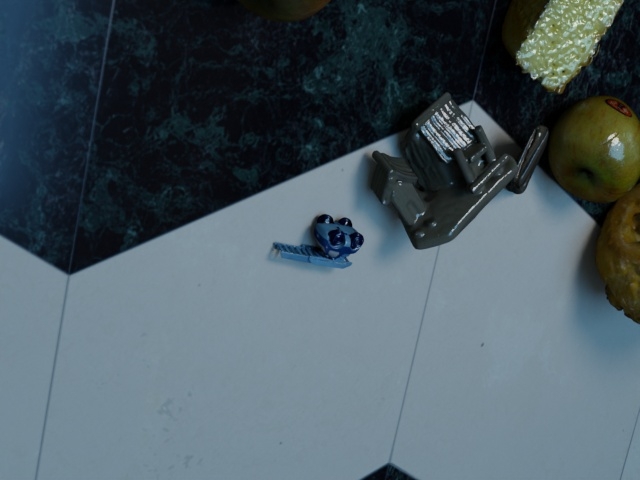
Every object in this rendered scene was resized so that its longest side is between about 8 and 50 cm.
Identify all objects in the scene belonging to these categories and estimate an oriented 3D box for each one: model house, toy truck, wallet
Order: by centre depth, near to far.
[{"bbox_3d":[0.000,0.000,1.749,0.136,0.063,0.074,12,119,-34],"label":"toy truck"},{"bbox_3d":[0.187,-0.121,1.793,0.229,0.122,0.188,-42,122,-12],"label":"model house"},{"bbox_3d":[0.355,-0.137,1.909,0.118,0.039,0.153,-64,171,-1],"label":"wallet"}]

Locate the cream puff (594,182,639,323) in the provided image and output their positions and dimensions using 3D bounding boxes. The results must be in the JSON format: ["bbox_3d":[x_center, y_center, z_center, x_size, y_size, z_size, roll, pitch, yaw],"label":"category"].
[{"bbox_3d":[0.688,0.022,2.091,0.231,0.327,0.343,52,37,-33],"label":"cream puff"}]

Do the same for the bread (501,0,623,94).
[{"bbox_3d":[0.387,-0.374,1.828,0.143,0.139,0.229,24,106,-32],"label":"bread"}]

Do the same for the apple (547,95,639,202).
[{"bbox_3d":[0.488,-0.164,1.955,0.155,0.182,0.182,-57,132,-35],"label":"apple"}]

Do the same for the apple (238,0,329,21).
[{"bbox_3d":[-0.048,-0.397,1.495,0.174,0.188,0.188,-54,127,-13],"label":"apple"}]
